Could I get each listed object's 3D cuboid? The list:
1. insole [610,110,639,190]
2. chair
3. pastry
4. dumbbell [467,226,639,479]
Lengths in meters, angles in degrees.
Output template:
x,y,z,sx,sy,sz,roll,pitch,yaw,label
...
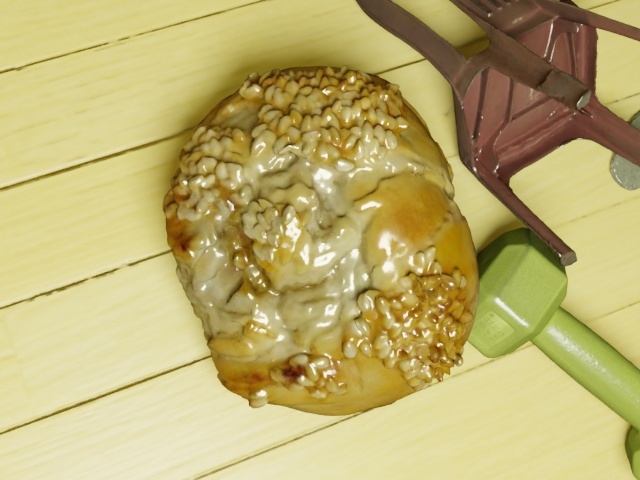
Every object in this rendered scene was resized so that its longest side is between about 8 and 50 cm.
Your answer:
x,y,z,sx,sy,sz,roll,pitch,yaw,label
0.365,-0.125,1.073,0.192,0.010,0.063,-43,95,-16,insole
0.181,-0.160,0.981,0.175,0.183,0.326,-28,45,-15,chair
0.000,0.000,0.871,0.255,0.162,0.311,-22,89,2,pastry
0.260,0.118,0.964,0.302,0.121,0.108,39,48,-7,dumbbell
